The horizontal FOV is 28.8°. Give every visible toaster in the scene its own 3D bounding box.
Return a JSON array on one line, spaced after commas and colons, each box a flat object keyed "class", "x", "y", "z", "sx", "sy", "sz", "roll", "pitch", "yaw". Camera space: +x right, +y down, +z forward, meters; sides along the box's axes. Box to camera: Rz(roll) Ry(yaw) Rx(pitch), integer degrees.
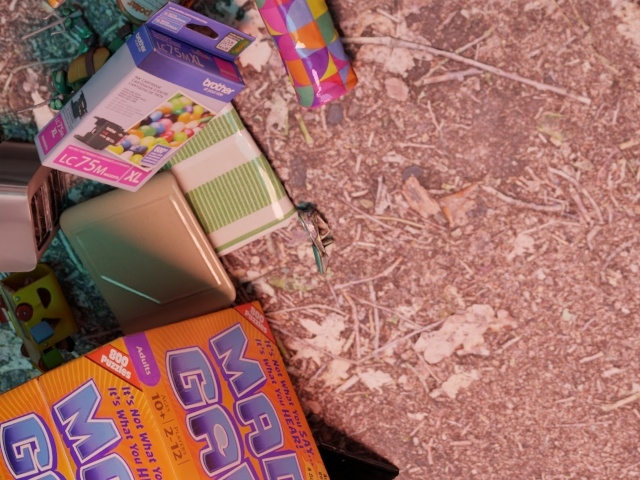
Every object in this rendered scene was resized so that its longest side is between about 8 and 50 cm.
[{"class": "toaster", "x": -0.475, "y": -0.062, "z": 1.950, "sx": 0.110, "sy": 0.168, "sz": 0.186, "roll": 3, "pitch": 120, "yaw": 7}]

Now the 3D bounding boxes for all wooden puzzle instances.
[{"class": "wooden puzzle", "x": -0.273, "y": 0.023, "z": 1.984, "sx": 0.220, "sy": 0.044, "sz": 0.239, "roll": -19, "pitch": 108, "yaw": 22}]

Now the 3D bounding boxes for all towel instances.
[{"class": "towel", "x": -0.210, "y": -0.120, "z": 1.938, "sx": 0.247, "sy": 0.038, "sz": 0.325, "roll": -25, "pitch": 110, "yaw": 22}]

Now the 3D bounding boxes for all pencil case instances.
[{"class": "pencil case", "x": -0.030, "y": -0.307, "z": 1.763, "sx": 0.104, "sy": 0.104, "sz": 0.236, "roll": -16, "pitch": 112, "yaw": 20}]

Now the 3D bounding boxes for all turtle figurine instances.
[{"class": "turtle figurine", "x": -0.340, "y": -0.265, "z": 1.840, "sx": 0.234, "sy": 0.175, "sz": 0.118, "roll": -20, "pitch": 156, "yaw": 19}]

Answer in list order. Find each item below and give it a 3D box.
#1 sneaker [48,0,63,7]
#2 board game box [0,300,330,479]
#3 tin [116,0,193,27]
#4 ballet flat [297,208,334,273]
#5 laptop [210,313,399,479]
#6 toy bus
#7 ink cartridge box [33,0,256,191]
[{"class": "sneaker", "x": -0.357, "y": -0.431, "z": 1.771, "sx": 0.083, "sy": 0.084, "sz": 0.215, "roll": 38, "pitch": 120, "yaw": -4}, {"class": "board game box", "x": -0.258, "y": 0.341, "z": 1.926, "sx": 0.356, "sy": 0.356, "sz": 0.356, "roll": -26, "pitch": 83, "yaw": 30}, {"class": "tin", "x": -0.214, "y": -0.384, "z": 1.743, "sx": 0.106, "sy": 0.040, "sz": 0.190, "roll": 32, "pitch": 93, "yaw": 7}, {"class": "ballet flat", "x": 0.000, "y": 0.000, "z": 1.959, "sx": 0.041, "sy": 0.041, "sz": 0.114, "roll": -12, "pitch": 116, "yaw": 18}, {"class": "laptop", "x": -0.152, "y": 0.368, "z": 2.204, "sx": 0.407, "sy": 0.236, "sz": 0.382, "roll": 25, "pitch": 126, "yaw": -36}, {"class": "toy bus", "x": -0.459, "y": 0.138, "z": 2.089, "sx": 0.191, "sy": 0.104, "sz": 0.202, "roll": 52, "pitch": 154, "yaw": 17}, {"class": "ink cartridge box", "x": -0.245, "y": -0.199, "z": 1.790, "sx": 0.311, "sy": 0.065, "sz": 0.185, "roll": -42, "pitch": 146, "yaw": 24}]
